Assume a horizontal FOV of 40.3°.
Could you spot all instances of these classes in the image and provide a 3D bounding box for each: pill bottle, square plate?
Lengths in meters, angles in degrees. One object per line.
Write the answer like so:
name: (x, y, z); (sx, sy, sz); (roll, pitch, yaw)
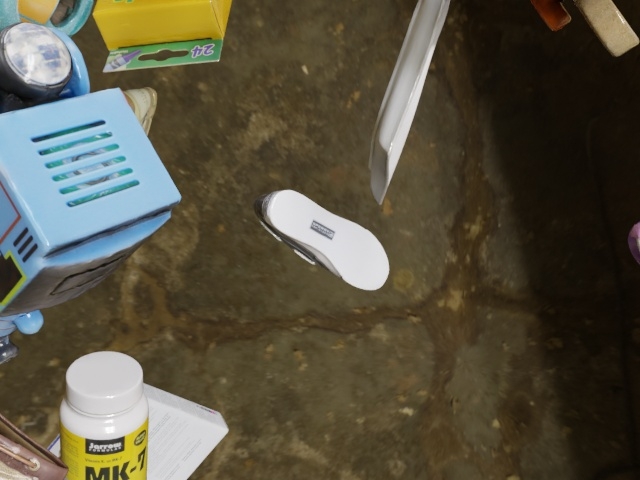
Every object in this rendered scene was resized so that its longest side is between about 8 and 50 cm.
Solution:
pill bottle: (-0.295, 0.263, 1.193); (0.119, 0.119, 0.208); (14, 120, 11)
square plate: (0.148, -0.260, 1.518); (0.049, 0.347, 0.344); (18, 80, 5)

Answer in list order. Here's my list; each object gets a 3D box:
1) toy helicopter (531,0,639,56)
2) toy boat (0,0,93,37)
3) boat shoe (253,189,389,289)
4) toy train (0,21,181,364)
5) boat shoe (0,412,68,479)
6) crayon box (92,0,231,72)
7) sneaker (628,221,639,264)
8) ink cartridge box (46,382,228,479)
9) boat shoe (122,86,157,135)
toy helicopter: (0.321, -0.346, 1.105); (0.140, 0.355, 0.235); (-33, 120, 22)
toy boat: (-0.417, -0.444, 1.383); (0.148, 0.267, 0.318); (35, 107, 10)
boat shoe: (0.000, 0.000, 1.679); (0.301, 0.102, 0.108); (30, 78, -27)
toy train: (-0.140, -0.011, 0.368); (0.184, 0.080, 0.105); (-35, 82, 43)
boat shoe: (-0.460, 0.203, 1.105); (0.123, 0.123, 0.342); (-42, 94, -5)
crayon box: (-0.252, -0.427, 1.469); (0.203, 0.083, 0.323); (-3, 52, 10)
sneaker: (0.479, 0.051, 1.150); (0.236, 0.104, 0.095); (32, 73, -21)
ink cartridge box: (-0.402, 0.426, 1.720); (0.324, 0.330, 0.071); (-49, 40, 9)
boat shoe: (-0.384, -0.174, 1.687); (0.104, 0.089, 0.285); (46, 133, 12)
